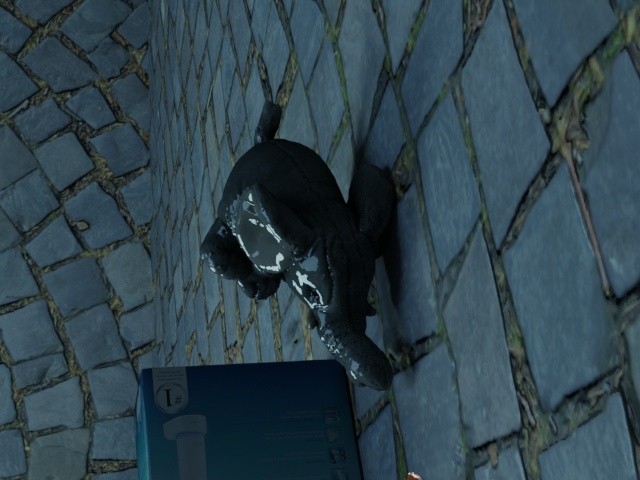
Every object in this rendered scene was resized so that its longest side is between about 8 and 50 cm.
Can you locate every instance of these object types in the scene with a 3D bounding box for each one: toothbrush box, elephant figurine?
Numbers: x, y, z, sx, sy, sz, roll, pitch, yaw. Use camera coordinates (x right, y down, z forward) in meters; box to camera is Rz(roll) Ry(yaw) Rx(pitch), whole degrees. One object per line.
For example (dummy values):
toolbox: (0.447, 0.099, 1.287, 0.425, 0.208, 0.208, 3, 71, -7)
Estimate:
toothbrush box: (-0.070, 0.281, 1.241, 0.126, 0.216, 0.295, 110, 154, -57)
elephant figurine: (0.000, 0.000, 1.132, 0.169, 0.186, 0.239, -49, 25, -8)

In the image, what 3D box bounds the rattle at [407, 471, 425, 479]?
rattle: (0.102, 0.296, 0.929, 0.130, 0.143, 0.200, -34, 35, 36)
